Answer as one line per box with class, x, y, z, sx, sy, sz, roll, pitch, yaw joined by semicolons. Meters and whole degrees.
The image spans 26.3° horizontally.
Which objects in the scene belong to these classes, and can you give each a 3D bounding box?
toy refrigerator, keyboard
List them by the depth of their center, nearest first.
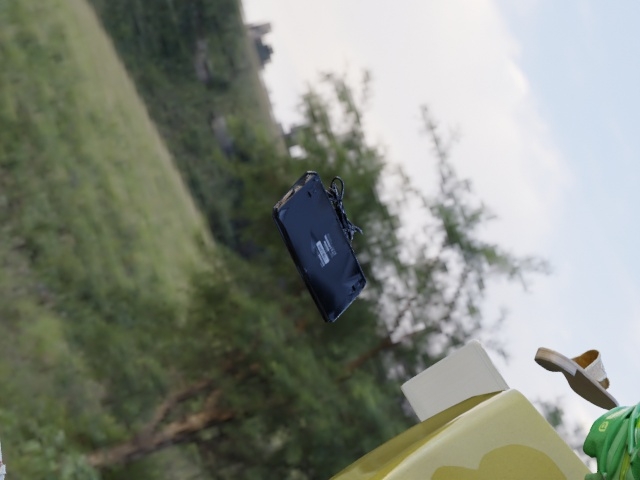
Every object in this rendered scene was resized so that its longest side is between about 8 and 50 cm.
toy refrigerator;0.184;0.217;1.568;0.094;0.102;0.269;59;1;28
keyboard;0.000;0.000;1.569;0.038;0.100;0.192;26;-29;42

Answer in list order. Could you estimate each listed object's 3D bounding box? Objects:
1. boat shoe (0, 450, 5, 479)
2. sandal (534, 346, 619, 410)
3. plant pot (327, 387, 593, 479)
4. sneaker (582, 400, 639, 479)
boat shoe;-0.274;0.184;1.097;0.049;0.043;0.137;46;14;-42
sandal;0.476;0.226;2.451;0.240;0.079;0.088;35;-18;-37
plant pot;0.138;0.248;1.223;0.212;0.187;0.212;48;-13;1
sneaker;0.253;0.169;1.042;0.123;0.109;0.295;53;-28;31
